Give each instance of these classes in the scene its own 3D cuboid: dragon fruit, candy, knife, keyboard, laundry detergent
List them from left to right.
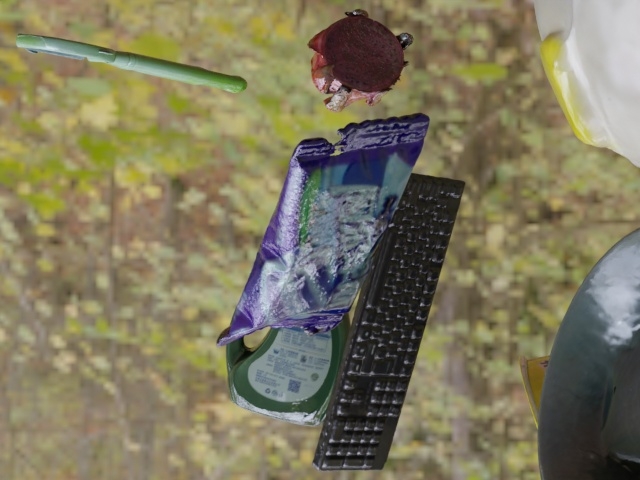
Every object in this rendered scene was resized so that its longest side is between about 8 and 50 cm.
[{"bbox_3d":[-0.129,-0.134,1.235,0.054,0.015,0.212,6,179,43],"label":"knife"},{"bbox_3d":[-0.030,0.085,1.748,0.137,0.210,0.063,13,-169,17],"label":"laundry detergent"},{"bbox_3d":[0.000,0.000,1.437,0.145,0.070,0.275,-14,143,-38],"label":"candy"},{"bbox_3d":[0.035,-0.203,1.881,0.112,0.126,0.068,34,149,-6],"label":"dragon fruit"},{"bbox_3d":[0.070,0.083,1.608,0.101,0.309,0.018,6,-167,-42],"label":"keyboard"}]

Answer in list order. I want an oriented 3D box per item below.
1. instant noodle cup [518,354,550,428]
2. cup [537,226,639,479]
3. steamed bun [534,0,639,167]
[{"bbox_3d":[0.310,0.188,1.611,0.174,0.213,0.213,-19,169,8],"label":"instant noodle cup"},{"bbox_3d":[0.245,0.102,0.989,0.150,0.199,0.199,16,167,-19],"label":"cup"},{"bbox_3d":[0.314,-0.223,1.180,0.334,0.373,0.334,9,-160,-3],"label":"steamed bun"}]
